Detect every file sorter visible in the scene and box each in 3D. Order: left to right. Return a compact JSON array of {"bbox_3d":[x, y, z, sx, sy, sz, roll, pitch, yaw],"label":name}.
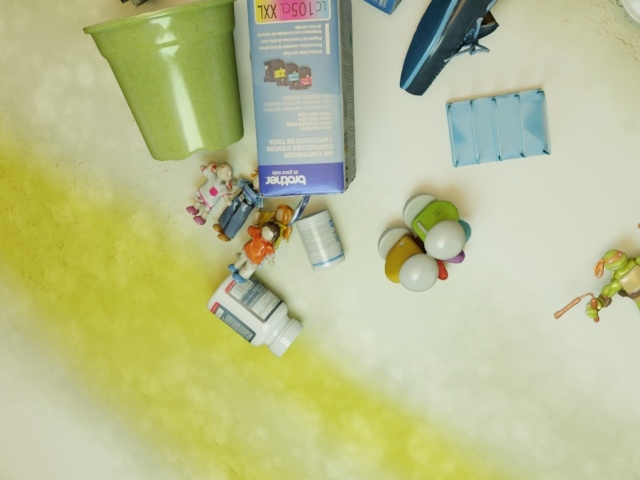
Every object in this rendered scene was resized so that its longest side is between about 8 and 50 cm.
[{"bbox_3d":[0.311,-0.196,1.165,0.170,0.104,0.118,-7,99,14],"label":"file sorter"}]

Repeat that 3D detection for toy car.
[{"bbox_3d":[0.206,0.014,1.224,0.136,0.159,0.182,26,109,-30],"label":"toy car"}]

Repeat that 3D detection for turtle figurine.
[{"bbox_3d":[0.564,0.092,1.178,0.217,0.087,0.269,44,98,-7],"label":"turtle figurine"}]

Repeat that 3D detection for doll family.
[{"bbox_3d":[-0.138,-0.051,1.300,0.163,0.118,0.263,-50,64,24],"label":"doll family"}]

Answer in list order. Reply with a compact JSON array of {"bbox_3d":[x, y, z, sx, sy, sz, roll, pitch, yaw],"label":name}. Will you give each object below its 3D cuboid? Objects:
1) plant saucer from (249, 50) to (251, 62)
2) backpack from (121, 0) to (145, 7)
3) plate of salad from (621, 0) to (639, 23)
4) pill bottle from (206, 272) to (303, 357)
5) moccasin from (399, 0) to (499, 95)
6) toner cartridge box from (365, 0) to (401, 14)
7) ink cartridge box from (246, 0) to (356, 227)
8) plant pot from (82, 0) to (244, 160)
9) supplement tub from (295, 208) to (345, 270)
[{"bbox_3d":[-0.097,-0.356,1.268,0.083,0.013,0.083,3,103,12],"label":"plant saucer"},{"bbox_3d":[-0.341,-0.504,1.248,0.084,0.105,0.114,39,107,-21],"label":"backpack"},{"bbox_3d":[0.585,-0.442,1.082,0.200,0.048,0.200,1,101,7],"label":"plate of salad"},{"bbox_3d":[-0.128,0.149,1.330,0.180,0.108,0.108,39,107,2],"label":"pill bottle"},{"bbox_3d":[0.254,-0.378,1.103,0.117,0.138,0.342,20,129,-17],"label":"moccasin"},{"bbox_3d":[0.092,-0.519,1.030,0.165,0.348,0.075,33,73,5],"label":"toner cartridge box"},{"bbox_3d":[-0.019,-0.226,1.140,0.151,0.270,0.395,-2,101,8],"label":"ink cartridge box"},{"bbox_3d":[-0.256,-0.290,1.207,0.276,0.276,0.254,-7,110,14],"label":"plant pot"},{"bbox_3d":[0.000,0.000,1.290,0.071,0.071,0.107,-18,98,15],"label":"supplement tub"}]
